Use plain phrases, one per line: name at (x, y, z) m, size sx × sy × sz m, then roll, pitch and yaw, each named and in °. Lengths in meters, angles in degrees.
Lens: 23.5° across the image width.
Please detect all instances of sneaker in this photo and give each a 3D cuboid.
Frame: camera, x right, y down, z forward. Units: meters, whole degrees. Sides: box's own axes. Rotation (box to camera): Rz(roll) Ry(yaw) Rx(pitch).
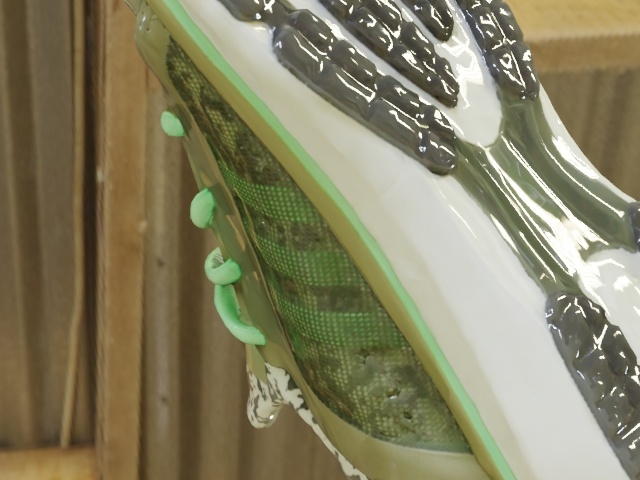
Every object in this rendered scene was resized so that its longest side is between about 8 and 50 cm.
sneaker at (0.000, 0.000, 0.563) m, size 0.182 × 0.158 × 0.410 m, roll -41°, pitch -99°, yaw 38°
